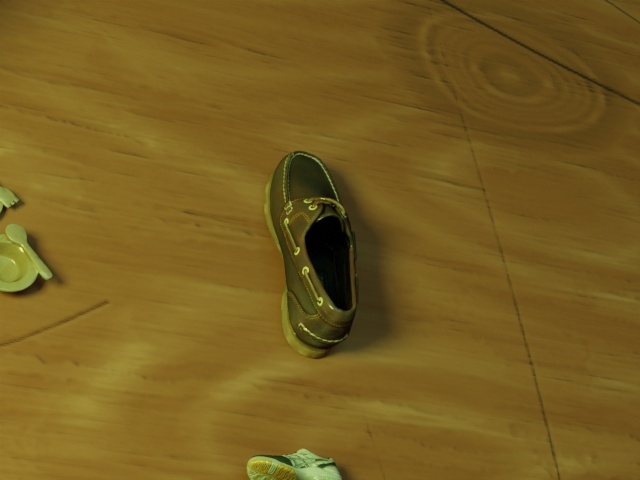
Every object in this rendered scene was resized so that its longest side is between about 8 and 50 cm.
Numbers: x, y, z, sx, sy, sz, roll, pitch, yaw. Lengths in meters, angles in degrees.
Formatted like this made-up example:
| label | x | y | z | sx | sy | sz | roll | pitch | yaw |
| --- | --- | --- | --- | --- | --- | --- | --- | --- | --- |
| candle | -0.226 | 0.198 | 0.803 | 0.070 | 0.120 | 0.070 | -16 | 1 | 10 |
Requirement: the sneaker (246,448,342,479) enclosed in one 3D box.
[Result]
| label | x | y | z | sx | sy | sz | roll | pitch | yaw |
| --- | --- | --- | --- | --- | --- | --- | --- | --- | --- |
| sneaker | -0.023 | 0.185 | 1.536 | 0.083 | 0.032 | 0.037 | 17 | 35 | -24 |

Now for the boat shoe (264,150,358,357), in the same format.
| label | x | y | z | sx | sy | sz | roll | pitch | yaw |
| --- | --- | --- | --- | --- | --- | --- | --- | --- | --- |
| boat shoe | 0.000 | 0.000 | 1.659 | 0.073 | 0.073 | 0.207 | 7 | 52 | -24 |

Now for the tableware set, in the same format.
| label | x | y | z | sx | sy | sz | roll | pitch | yaw |
| --- | --- | --- | --- | --- | --- | --- | --- | --- | --- |
| tableware set | -0.303 | 0.001 | 1.522 | 0.169 | 0.020 | 0.141 | -21 | 68 | -38 |
